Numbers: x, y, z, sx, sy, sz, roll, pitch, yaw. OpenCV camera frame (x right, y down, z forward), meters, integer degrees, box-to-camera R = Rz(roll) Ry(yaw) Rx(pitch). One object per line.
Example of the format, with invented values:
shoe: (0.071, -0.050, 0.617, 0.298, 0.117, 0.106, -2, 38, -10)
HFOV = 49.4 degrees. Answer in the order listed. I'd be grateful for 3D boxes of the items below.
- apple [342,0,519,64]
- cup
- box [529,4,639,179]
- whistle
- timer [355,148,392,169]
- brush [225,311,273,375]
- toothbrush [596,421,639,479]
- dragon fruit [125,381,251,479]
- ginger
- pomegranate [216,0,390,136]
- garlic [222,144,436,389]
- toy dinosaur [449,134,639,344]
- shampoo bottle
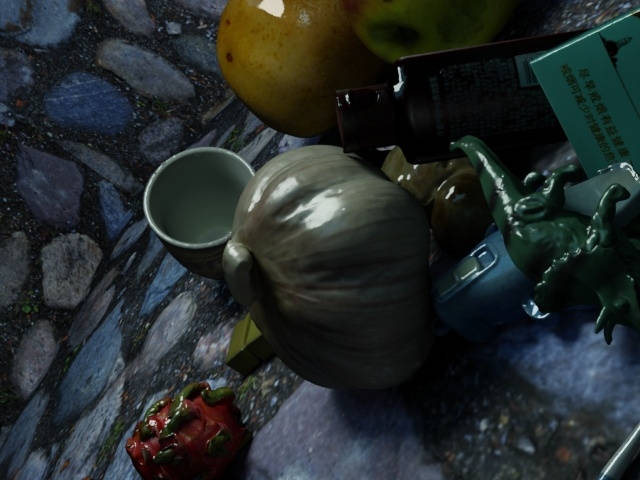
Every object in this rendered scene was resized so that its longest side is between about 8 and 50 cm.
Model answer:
apple: (0.190, -0.463, 1.221, 0.339, 0.340, 0.339, -42, 24, 23)
cup: (-0.184, -0.038, 1.437, 0.257, 0.301, 0.227, 84, -179, -65)
box: (0.334, -0.149, 0.664, 0.041, 0.162, 0.229, -37, 10, -35)
whistle: (0.223, 0.019, 0.730, 0.269, 0.093, 0.180, -37, 32, 17)
timer: (0.091, -0.112, 1.119, 0.187, 0.144, 0.055, -121, 28, -67)
brush: (-0.103, 0.125, 1.245, 0.103, 0.047, 0.233, -40, 23, 27)
toothbrush: (0.212, 0.201, 0.540, 0.275, 0.019, 0.025, -55, 17, -10)
dragon fruit: (-0.184, 0.293, 1.017, 0.172, 0.166, 0.160, -38, 31, -25)
ginger: (0.186, -0.114, 0.937, 0.245, 0.155, 0.304, -7, 56, 51)
pomegranate: (-0.017, -0.418, 1.519, 0.417, 0.417, 0.416, -42, 24, 23)
garlic: (0.018, 0.037, 0.855, 0.241, 0.321, 0.322, -24, 25, 1)
toy dinosaur: (0.220, -0.028, 0.647, 0.120, 0.079, 0.292, -33, 55, 16)
shampoo bottle: (0.180, -0.159, 0.799, 0.323, 0.129, 0.084, -11, 8, -1)
